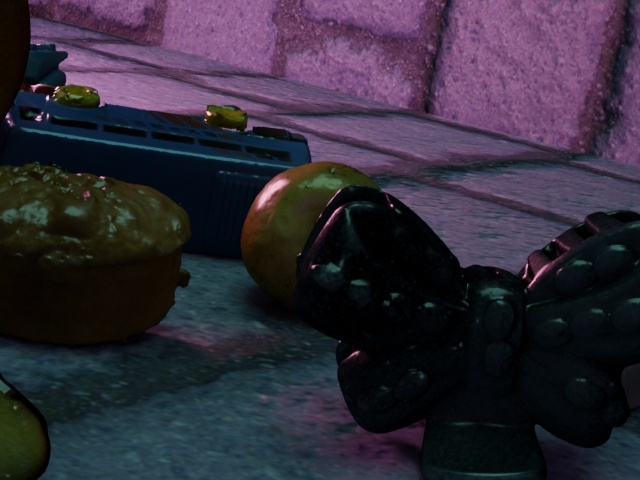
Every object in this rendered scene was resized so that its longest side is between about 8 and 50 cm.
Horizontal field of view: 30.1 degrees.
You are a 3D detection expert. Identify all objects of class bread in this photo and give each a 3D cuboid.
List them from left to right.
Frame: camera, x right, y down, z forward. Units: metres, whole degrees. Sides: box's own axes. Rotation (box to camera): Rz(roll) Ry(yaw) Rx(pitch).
[{"bbox_3d":[-0.233,0.019,1.055,0.228,0.143,0.139,6,24,-1],"label":"bread"}]

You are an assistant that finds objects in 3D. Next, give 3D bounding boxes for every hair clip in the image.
[{"bbox_3d":[0.130,0.071,0.940,0.310,0.206,0.194,5,8,1],"label":"hair clip"}]

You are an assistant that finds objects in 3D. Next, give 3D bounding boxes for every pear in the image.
[{"bbox_3d":[0.000,0.000,1.261,0.178,0.178,0.178,9,13,-2],"label":"pear"}]

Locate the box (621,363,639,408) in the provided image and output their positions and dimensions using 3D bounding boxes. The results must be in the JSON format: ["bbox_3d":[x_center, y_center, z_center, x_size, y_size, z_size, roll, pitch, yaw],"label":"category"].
[{"bbox_3d":[0.272,0.106,1.185,0.155,0.067,0.242,20,16,41],"label":"box"}]

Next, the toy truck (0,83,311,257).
[{"bbox_3d":[-0.205,-0.080,1.420,0.384,0.161,0.162,8,22,-12],"label":"toy truck"}]

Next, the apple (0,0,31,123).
[{"bbox_3d":[-0.499,-0.233,1.220,0.383,0.374,0.374,-4,19,-39],"label":"apple"}]

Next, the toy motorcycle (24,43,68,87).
[{"bbox_3d":[-0.472,-0.223,1.648,0.172,0.232,0.416,3,9,24],"label":"toy motorcycle"}]

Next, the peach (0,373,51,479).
[{"bbox_3d":[-0.262,0.128,0.706,0.189,0.068,0.279,18,11,-1],"label":"peach"}]

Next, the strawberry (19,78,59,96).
[{"bbox_3d":[-0.442,-0.132,1.463,0.228,0.174,0.098,-6,39,-39],"label":"strawberry"}]
